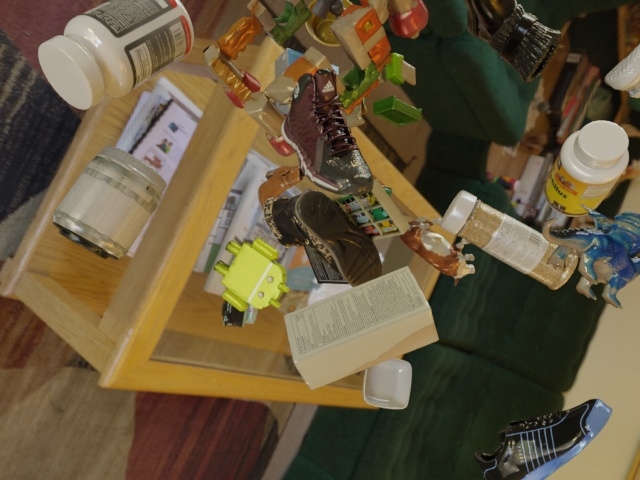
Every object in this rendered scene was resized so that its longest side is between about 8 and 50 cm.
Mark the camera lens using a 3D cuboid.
[{"bbox_3d":[-0.596,-0.099,1.450,0.274,0.219,0.219,-62,144,-15],"label":"camera lens"}]

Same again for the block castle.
[{"bbox_3d":[-0.009,-0.434,1.144,0.453,0.303,0.213,-44,148,5],"label":"block castle"}]

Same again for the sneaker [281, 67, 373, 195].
[{"bbox_3d":[0.010,-0.207,0.893,0.106,0.281,0.163,-11,131,-28],"label":"sneaker"}]

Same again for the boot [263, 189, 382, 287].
[{"bbox_3d":[0.000,0.000,1.539,0.377,0.284,0.138,46,71,-27],"label":"boot"}]

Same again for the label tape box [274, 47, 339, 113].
[{"bbox_3d":[-0.048,-0.542,2.002,0.249,0.115,0.348,8,74,-34],"label":"label tape box"}]

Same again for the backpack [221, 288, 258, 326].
[{"bbox_3d":[-0.314,0.251,1.996,0.144,0.188,0.166,6,87,-15],"label":"backpack"}]

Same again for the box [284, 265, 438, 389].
[{"bbox_3d":[0.088,0.195,1.144,0.310,0.148,0.121,-21,131,3],"label":"box"}]

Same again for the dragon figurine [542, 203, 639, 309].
[{"bbox_3d":[0.410,0.000,0.732,0.289,0.085,0.144,35,87,-25],"label":"dragon figurine"}]

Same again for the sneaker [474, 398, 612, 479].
[{"bbox_3d":[0.356,0.321,0.830,0.232,0.090,0.081,-47,158,12],"label":"sneaker"}]

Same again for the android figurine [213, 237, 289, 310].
[{"bbox_3d":[-0.229,0.122,1.735,0.248,0.272,0.056,-57,166,8],"label":"android figurine"}]

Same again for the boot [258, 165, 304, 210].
[{"bbox_3d":[-0.136,-0.194,1.819,0.073,0.152,0.197,52,38,-46],"label":"boot"}]

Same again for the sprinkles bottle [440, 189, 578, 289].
[{"bbox_3d":[0.511,-0.002,1.397,0.121,0.355,0.121,-58,174,-11],"label":"sprinkles bottle"}]

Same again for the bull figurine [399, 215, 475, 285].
[{"bbox_3d":[0.409,0.032,1.720,0.101,0.310,0.188,-63,-172,-31],"label":"bull figurine"}]

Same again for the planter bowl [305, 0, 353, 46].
[{"bbox_3d":[0.043,-0.836,1.998,0.217,0.217,0.090,-59,-179,-12],"label":"planter bowl"}]

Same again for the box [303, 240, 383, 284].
[{"bbox_3d":[0.083,0.028,2.250,0.182,0.294,0.297,-28,103,-31],"label":"box"}]

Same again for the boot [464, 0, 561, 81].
[{"bbox_3d":[0.516,-0.596,1.364,0.131,0.260,0.348,-41,159,10],"label":"boot"}]

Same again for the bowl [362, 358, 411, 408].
[{"bbox_3d":[0.188,0.413,1.488,0.142,0.053,0.142,13,74,-12],"label":"bowl"}]

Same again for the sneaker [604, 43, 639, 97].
[{"bbox_3d":[0.905,-0.425,1.356,0.365,0.210,0.137,-31,165,-43],"label":"sneaker"}]

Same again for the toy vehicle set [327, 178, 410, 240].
[{"bbox_3d":[0.121,-0.076,1.473,0.035,0.266,0.166,-45,105,-27],"label":"toy vehicle set"}]

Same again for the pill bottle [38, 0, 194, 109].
[{"bbox_3d":[-0.523,-0.507,1.333,0.363,0.210,0.210,-50,141,-36],"label":"pill bottle"}]

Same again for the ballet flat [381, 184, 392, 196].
[{"bbox_3d":[0.129,-0.153,1.740,0.232,0.073,0.080,-20,141,-11],"label":"ballet flat"}]

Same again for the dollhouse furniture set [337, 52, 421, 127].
[{"bbox_3d":[0.176,-0.488,1.755,0.151,0.301,0.198,8,79,-46],"label":"dollhouse furniture set"}]

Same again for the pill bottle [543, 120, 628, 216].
[{"bbox_3d":[0.521,-0.139,1.004,0.117,0.117,0.215,-58,160,-14],"label":"pill bottle"}]
